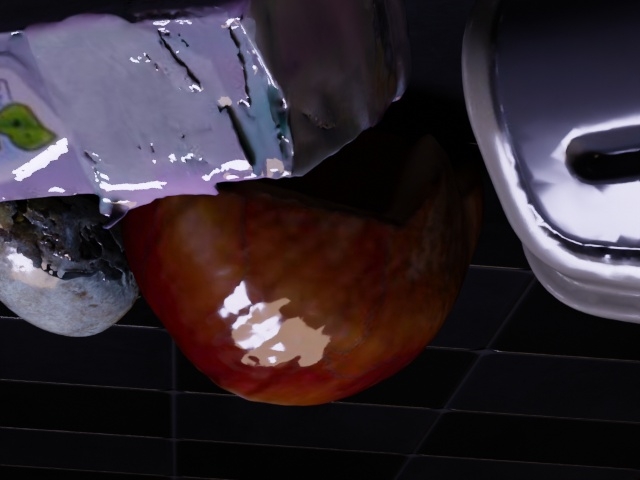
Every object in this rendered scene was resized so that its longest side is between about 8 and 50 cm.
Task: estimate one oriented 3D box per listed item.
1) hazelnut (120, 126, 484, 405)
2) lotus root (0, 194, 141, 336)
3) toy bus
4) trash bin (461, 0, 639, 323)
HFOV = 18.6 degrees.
[{"bbox_3d":[-0.007,0.001,1.058,0.170,0.160,0.202,9,-154,27],"label":"hazelnut"},{"bbox_3d":[-0.168,0.008,1.212,0.088,0.088,0.165,-6,152,30],"label":"lotus root"},{"bbox_3d":[-0.130,-0.069,0.780,0.317,0.112,0.138,-6,-155,21],"label":"toy bus"},{"bbox_3d":[0.202,-0.049,0.769,0.209,0.182,0.290,-9,166,34],"label":"trash bin"}]
